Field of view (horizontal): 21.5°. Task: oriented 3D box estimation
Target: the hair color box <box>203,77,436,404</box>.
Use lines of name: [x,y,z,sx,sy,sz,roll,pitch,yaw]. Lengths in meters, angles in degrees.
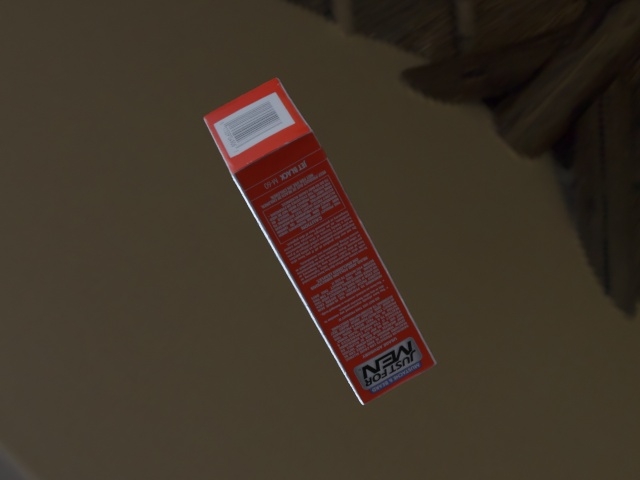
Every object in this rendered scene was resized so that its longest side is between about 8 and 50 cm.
hair color box: [0.000,0.000,0.961,0.053,0.093,0.167,-28,-62,-1]
